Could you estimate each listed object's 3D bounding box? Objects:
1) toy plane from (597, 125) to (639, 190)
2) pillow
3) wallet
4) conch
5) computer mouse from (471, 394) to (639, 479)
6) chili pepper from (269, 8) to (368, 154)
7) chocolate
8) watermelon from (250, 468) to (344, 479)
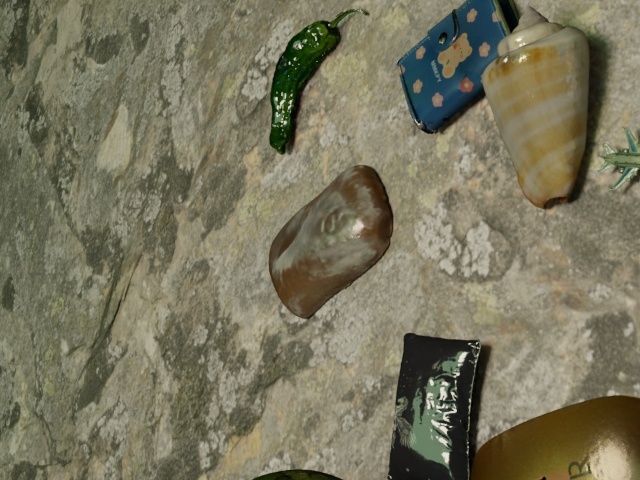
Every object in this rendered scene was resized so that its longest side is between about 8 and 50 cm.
[{"bbox_3d":[0.380,-0.098,1.451,0.083,0.033,0.080,11,88,44],"label":"toy plane"},{"bbox_3d":[0.154,0.233,1.611,0.141,0.055,0.208,1,81,44],"label":"pillow"},{"bbox_3d":[0.199,-0.262,1.694,0.202,0.059,0.141,-40,49,37],"label":"wallet"},{"bbox_3d":[0.274,-0.178,1.524,0.158,0.127,0.255,-17,70,45],"label":"conch"},{"bbox_3d":[0.289,0.291,1.421,0.310,0.072,0.158,-32,55,42],"label":"computer mouse"},{"bbox_3d":[-0.031,-0.286,1.979,0.122,0.065,0.279,44,116,37],"label":"chili pepper"},{"bbox_3d":[-0.002,-0.002,1.846,0.254,0.080,0.157,-42,50,36],"label":"chocolate"},{"bbox_3d":[-0.025,0.477,1.546,0.363,0.363,0.363,-18,66,47],"label":"watermelon"}]
